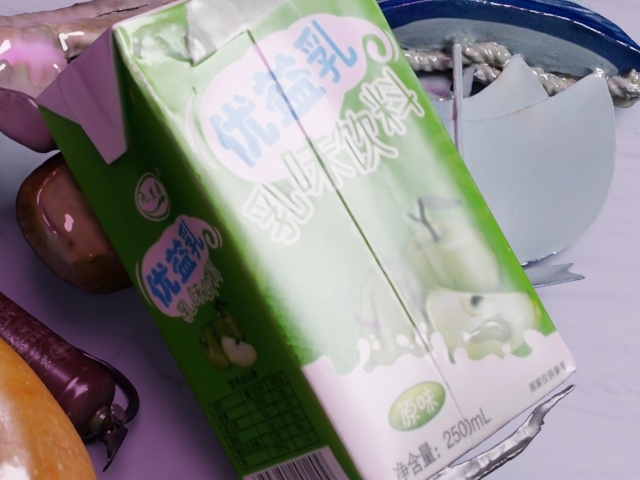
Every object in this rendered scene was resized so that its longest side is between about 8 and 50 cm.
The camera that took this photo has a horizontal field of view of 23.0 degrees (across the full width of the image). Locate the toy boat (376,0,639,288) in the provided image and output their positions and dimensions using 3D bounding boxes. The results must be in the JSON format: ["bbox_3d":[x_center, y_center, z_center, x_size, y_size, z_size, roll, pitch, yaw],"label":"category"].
[{"bbox_3d":[0.101,-0.085,1.013,0.210,0.070,0.291,24,48,8],"label":"toy boat"}]

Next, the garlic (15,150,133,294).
[{"bbox_3d":[-0.093,-0.031,0.872,0.196,0.101,0.087,-33,91,-38],"label":"garlic"}]

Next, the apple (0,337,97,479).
[{"bbox_3d":[-0.189,0.119,0.656,0.201,0.162,0.201,10,44,-10],"label":"apple"}]

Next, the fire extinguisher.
[{"bbox_3d":[-0.149,0.059,0.812,0.157,0.045,0.078,34,25,16],"label":"fire extinguisher"}]

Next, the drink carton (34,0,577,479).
[{"bbox_3d":[0.000,0.000,0.790,0.161,0.108,0.271,-29,90,-37],"label":"drink carton"}]

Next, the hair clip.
[{"bbox_3d":[-0.172,-0.110,0.892,0.173,0.069,0.300,32,25,29],"label":"hair clip"}]
